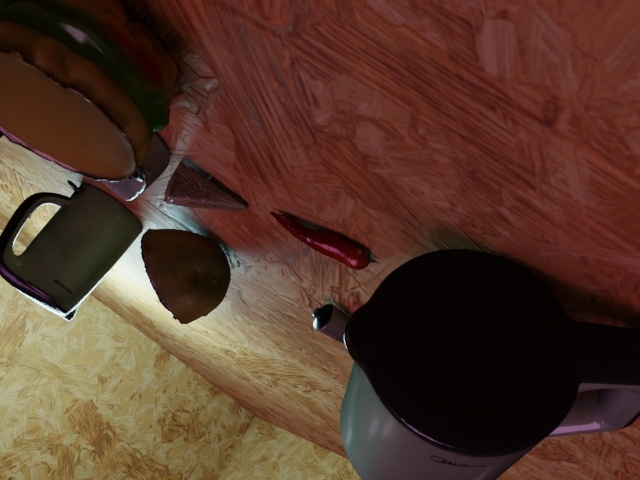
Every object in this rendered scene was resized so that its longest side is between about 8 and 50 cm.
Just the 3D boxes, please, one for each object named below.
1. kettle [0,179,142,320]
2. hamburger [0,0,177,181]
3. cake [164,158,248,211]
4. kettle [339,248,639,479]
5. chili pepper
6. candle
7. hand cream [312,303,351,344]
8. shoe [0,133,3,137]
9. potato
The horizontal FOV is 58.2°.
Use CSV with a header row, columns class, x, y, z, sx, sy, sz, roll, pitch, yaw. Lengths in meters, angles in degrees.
class,x,y,z,sx,sy,sz,roll,pitch,yaw
kettle,-0.539,0.007,1.209,0.165,0.255,0.240,11,149,45
hamburger,-0.266,-0.184,0.625,0.237,0.148,0.237,19,157,8
cake,-0.172,-0.063,0.867,0.121,0.065,0.052,31,160,-14
kettle,0.206,0.197,0.724,0.362,0.249,0.376,7,150,6
chili pepper,0.000,0.000,0.808,0.178,0.027,0.045,29,157,13
candle,-0.314,-0.130,0.889,0.192,0.068,0.168,25,153,20
hand cream,0.058,0.174,1.060,0.186,0.054,0.087,37,162,-27
shoe,-0.687,-0.278,0.927,0.384,0.171,0.237,17,159,29
potato,-0.235,0.050,1.085,0.117,0.182,0.202,-16,117,12
